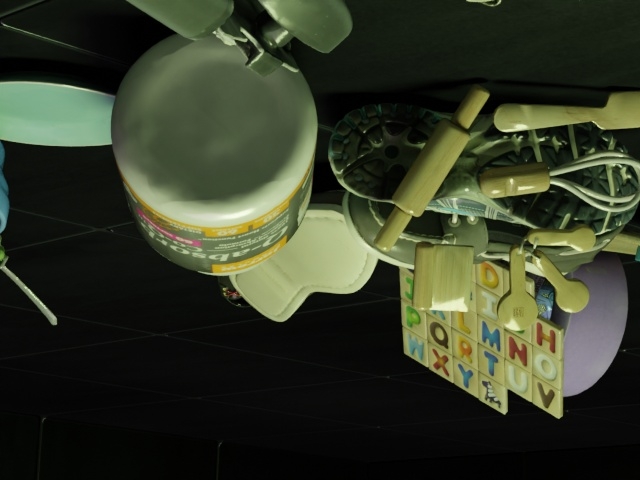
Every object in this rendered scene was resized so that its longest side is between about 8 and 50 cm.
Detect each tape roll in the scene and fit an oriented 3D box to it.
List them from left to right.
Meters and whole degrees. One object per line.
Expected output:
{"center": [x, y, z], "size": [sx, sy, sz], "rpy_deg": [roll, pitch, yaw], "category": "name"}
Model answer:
{"center": [0.244, 0.074, 1.973], "size": [0.080, 0.189, 0.189], "rpy_deg": [10, 165, -31], "category": "tape roll"}

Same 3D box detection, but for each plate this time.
{"center": [-0.239, -0.118, 1.581], "size": [0.188, 0.024, 0.188], "rpy_deg": [1, 166, 0], "category": "plate"}

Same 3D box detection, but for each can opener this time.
{"center": [-0.082, -0.183, 1.212], "size": [0.093, 0.074, 0.280], "rpy_deg": [-41, 152, 18], "category": "can opener"}

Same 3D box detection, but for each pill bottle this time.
{"center": [-0.085, -0.061, 1.498], "size": [0.162, 0.162, 0.278], "rpy_deg": [2, 167, -1], "category": "pill bottle"}

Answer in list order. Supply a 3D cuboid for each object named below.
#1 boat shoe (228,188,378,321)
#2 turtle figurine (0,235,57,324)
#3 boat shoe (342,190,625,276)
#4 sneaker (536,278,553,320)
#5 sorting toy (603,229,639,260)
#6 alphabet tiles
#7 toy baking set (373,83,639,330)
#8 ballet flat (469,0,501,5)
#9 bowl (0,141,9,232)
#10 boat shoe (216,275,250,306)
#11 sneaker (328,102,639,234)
{"center": [0.000, 0.000, 1.900], "size": [0.116, 0.097, 0.324], "rpy_deg": [45, 155, -3], "category": "boat shoe"}
{"center": [-0.437, 0.068, 2.062], "size": [0.198, 0.274, 0.266], "rpy_deg": [-32, 163, -6], "category": "turtle figurine"}
{"center": [0.166, -0.031, 1.749], "size": [0.335, 0.112, 0.095], "rpy_deg": [7, 150, -43], "category": "boat shoe"}
{"center": [0.286, 0.088, 2.312], "size": [0.087, 0.083, 0.221], "rpy_deg": [14, 163, 8], "category": "sneaker"}
{"center": [0.460, 0.031, 1.916], "size": [0.229, 0.041, 0.307], "rpy_deg": [11, -177, 40], "category": "sorting toy"}
{"center": [0.168, 0.092, 1.924], "size": [0.009, 0.198, 0.237], "rpy_deg": [-29, -138, -31], "category": "alphabet tiles"}
{"center": [0.170, -0.040, 1.536], "size": [0.197, 0.256, 0.030], "rpy_deg": [25, -169, -14], "category": "toy baking set"}
{"center": [0.095, -0.184, 1.207], "size": [0.041, 0.041, 0.114], "rpy_deg": [-6, 164, 32], "category": "ballet flat"}
{"center": [-0.471, -0.080, 1.608], "size": [0.391, 0.077, 0.391], "rpy_deg": [6, 165, 2], "category": "bowl"}
{"center": [-0.104, 0.054, 2.275], "size": [0.049, 0.042, 0.133], "rpy_deg": [2, 166, 9], "category": "boat shoe"}
{"center": [0.145, -0.070, 1.612], "size": [0.283, 0.110, 0.122], "rpy_deg": [11, 178, -6], "category": "sneaker"}
